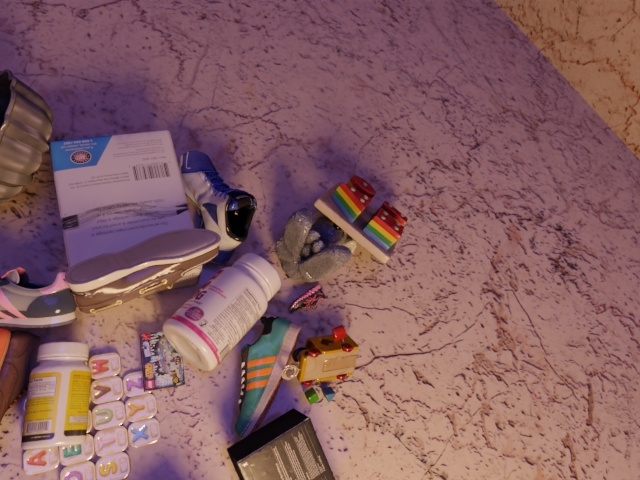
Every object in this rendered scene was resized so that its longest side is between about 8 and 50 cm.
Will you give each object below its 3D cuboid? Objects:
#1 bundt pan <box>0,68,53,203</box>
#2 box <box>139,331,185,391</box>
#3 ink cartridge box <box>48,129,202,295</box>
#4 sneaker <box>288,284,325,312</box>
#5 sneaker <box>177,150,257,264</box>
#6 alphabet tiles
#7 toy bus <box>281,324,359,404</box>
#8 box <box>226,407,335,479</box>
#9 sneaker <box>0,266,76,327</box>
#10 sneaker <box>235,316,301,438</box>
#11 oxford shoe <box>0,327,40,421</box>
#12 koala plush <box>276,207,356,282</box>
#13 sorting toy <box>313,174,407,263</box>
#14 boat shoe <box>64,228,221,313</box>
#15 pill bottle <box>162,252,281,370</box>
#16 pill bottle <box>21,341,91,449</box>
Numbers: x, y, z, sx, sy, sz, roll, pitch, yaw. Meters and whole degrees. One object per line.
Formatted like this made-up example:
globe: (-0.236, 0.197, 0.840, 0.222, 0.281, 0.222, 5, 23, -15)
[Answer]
bundt pan: (-0.761, -0.230, 1.106, 0.124, 0.331, 0.330, 29, 53, -51)
box: (-0.387, 0.292, 1.132, 0.094, 0.027, 0.136, -2, 69, -28)
ink cartridge box: (-0.487, -0.059, 1.174, 0.286, 0.166, 0.394, -11, 72, -21)
sneaker: (-0.035, 0.174, 1.297, 0.119, 0.047, 0.057, -33, 92, -25)
sneaker: (-0.260, -0.112, 1.247, 0.128, 0.182, 0.315, -6, 72, -50)
alphabet tiles: (-0.518, 0.406, 1.053, 0.278, 0.021, 0.283, -7, 71, -20)
toy bus: (-0.004, 0.301, 1.200, 0.191, 0.104, 0.202, -41, 125, -8)
box: (-0.072, 0.552, 1.052, 0.185, 0.103, 0.261, -24, 95, -27)
sneaker: (-0.713, 0.122, 1.031, 0.320, 0.112, 0.130, 2, 94, -13)
sneaker: (-0.157, 0.333, 1.163, 0.121, 0.108, 0.302, 20, 65, 8)
oxford shoe: (-0.674, 0.327, 0.992, 0.099, 0.097, 0.271, 18, 67, -38)
koala plush: (0.000, 0.000, 1.325, 0.196, 0.203, 0.221, 44, 41, 4)
sorting toy: (0.137, -0.085, 1.352, 0.255, 0.089, 0.257, 40, 24, 1)
boat shoe: (-0.372, 0.063, 1.017, 0.325, 0.096, 0.117, -21, 38, -28)
pill bottle: (-0.236, 0.168, 1.157, 0.160, 0.160, 0.283, 41, 54, 2)
pill bottle: (-0.559, 0.329, 0.992, 0.119, 0.119, 0.208, 2, 67, -17)
